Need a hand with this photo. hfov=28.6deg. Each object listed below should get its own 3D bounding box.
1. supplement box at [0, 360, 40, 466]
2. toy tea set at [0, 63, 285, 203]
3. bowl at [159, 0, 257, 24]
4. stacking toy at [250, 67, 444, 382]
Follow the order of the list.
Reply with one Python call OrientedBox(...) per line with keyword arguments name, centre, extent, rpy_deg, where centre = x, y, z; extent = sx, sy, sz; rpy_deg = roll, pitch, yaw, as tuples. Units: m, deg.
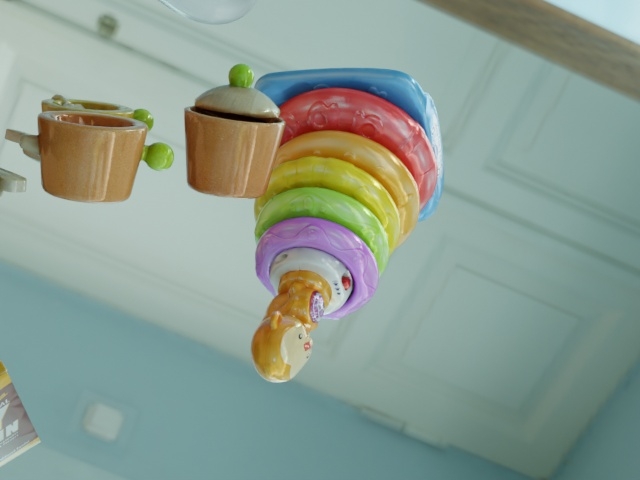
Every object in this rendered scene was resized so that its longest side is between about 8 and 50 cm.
OrientedBox(name="supplement box", centre=(-0.345, 0.098, 1.026), extent=(0.129, 0.194, 0.191), rpy_deg=(-32, 161, -17))
OrientedBox(name="toy tea set", centre=(-0.180, -0.102, 0.861), extent=(0.200, 0.336, 0.124), rpy_deg=(19, -74, 44))
OrientedBox(name="bowl", centre=(-0.058, -0.292, 0.759), extent=(0.134, 0.298, 0.298), rpy_deg=(-17, -146, 23))
OrientedBox(name="stacking toy", centre=(0.000, 0.000, 1.055), extent=(0.302, 0.165, 0.175), rpy_deg=(-71, 156, -45))
